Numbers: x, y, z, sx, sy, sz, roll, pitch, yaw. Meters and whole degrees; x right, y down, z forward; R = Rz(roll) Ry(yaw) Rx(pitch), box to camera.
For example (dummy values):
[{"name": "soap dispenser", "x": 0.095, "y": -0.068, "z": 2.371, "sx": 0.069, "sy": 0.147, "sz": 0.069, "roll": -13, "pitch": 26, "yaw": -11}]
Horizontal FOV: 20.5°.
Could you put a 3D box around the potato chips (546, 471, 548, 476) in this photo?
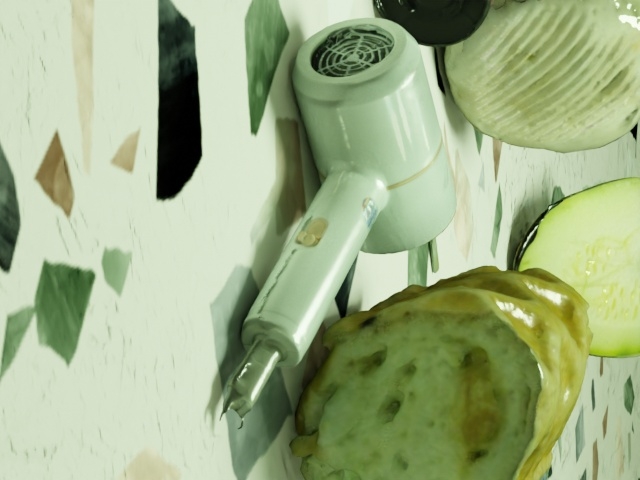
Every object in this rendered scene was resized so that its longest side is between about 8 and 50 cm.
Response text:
[{"name": "potato chips", "x": 0.243, "y": 0.339, "z": 2.087, "sx": 0.167, "sy": 0.059, "sz": 0.228, "roll": 18, "pitch": 74, "yaw": -80}]

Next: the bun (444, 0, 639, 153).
[{"name": "bun", "x": 0.245, "y": -0.200, "z": 1.822, "sx": 0.239, "sy": 0.239, "sz": 0.141, "roll": 70, "pitch": 20, "yaw": -46}]

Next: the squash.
[{"name": "squash", "x": 0.326, "y": 0.050, "z": 2.182, "sx": 0.155, "sy": 0.204, "sz": 0.237, "roll": -112, "pitch": -161, "yaw": -79}]

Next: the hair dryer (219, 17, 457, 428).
[{"name": "hair dryer", "x": 0.000, "y": 0.000, "z": 1.335, "sx": 0.357, "sy": 0.107, "sz": 0.173, "roll": -63, "pitch": 146, "yaw": -41}]

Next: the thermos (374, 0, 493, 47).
[{"name": "thermos", "x": 0.133, "y": -0.306, "z": 1.705, "sx": 0.330, "sy": 0.136, "sz": 0.110, "roll": -59, "pitch": 172, "yaw": -56}]

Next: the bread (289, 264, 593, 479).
[{"name": "bread", "x": 0.102, "y": 0.126, "z": 1.442, "sx": 0.239, "sy": 0.196, "sz": 0.252, "roll": -67, "pitch": 169, "yaw": 5}]

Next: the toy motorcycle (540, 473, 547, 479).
[{"name": "toy motorcycle", "x": 0.156, "y": 0.342, "z": 1.730, "sx": 0.358, "sy": 0.125, "sz": 0.213, "roll": -20, "pitch": 111, "yaw": -69}]

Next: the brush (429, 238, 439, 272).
[{"name": "brush", "x": 0.115, "y": -0.006, "z": 1.774, "sx": 0.016, "sy": 0.013, "sz": 0.084, "roll": -61, "pitch": 147, "yaw": -58}]
